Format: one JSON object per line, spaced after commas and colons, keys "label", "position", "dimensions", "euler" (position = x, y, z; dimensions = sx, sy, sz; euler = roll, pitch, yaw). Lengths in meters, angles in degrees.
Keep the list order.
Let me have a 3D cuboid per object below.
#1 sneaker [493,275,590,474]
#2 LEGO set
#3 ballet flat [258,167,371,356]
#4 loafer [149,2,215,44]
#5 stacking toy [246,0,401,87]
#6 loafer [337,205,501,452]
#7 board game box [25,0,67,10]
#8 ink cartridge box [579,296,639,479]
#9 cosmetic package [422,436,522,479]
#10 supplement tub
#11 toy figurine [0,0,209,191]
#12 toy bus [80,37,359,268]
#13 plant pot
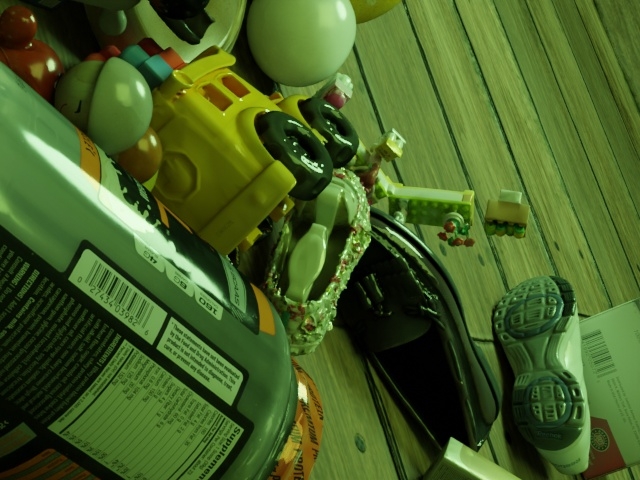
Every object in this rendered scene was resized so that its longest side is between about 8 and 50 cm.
{"label": "sneaker", "position": [0.293, 0.172, 1.562], "dimensions": [0.297, 0.111, 0.129], "euler": [-83, 155, -43]}
{"label": "LEGO set", "position": [0.085, -0.045, 1.300], "dimensions": [0.287, 0.132, 0.107], "euler": [34, 38, -10]}
{"label": "ballet flat", "position": [0.000, 0.000, 1.103], "dimensions": [0.077, 0.091, 0.241], "euler": [100, 3, -49]}
{"label": "loafer", "position": [-0.127, -0.262, 0.948], "dimensions": [0.080, 0.078, 0.220], "euler": [-128, -165, -70]}
{"label": "stacking toy", "position": [0.030, -0.367, 1.366], "dimensions": [0.350, 0.351, 0.479], "euler": [45, 46, -35]}
{"label": "loafer", "position": [0.095, 0.100, 1.222], "dimensions": [0.302, 0.109, 0.095], "euler": [56, 30, -23]}
{"label": "board game box", "position": [-0.279, -0.266, 0.922], "dimensions": [0.201, 0.035, 0.136], "euler": [9, 59, -60]}
{"label": "ink cartridge box", "position": [0.461, 0.180, 1.630], "dimensions": [0.117, 0.283, 0.207], "euler": [1, 66, -62]}
{"label": "cosmetic package", "position": [0.161, 0.254, 1.195], "dimensions": [0.115, 0.060, 0.041], "euler": [32, 28, 2]}
{"label": "supplement tub", "position": [-0.149, 0.054, 0.690], "dimensions": [0.316, 0.194, 0.193], "euler": [45, 31, -36]}
{"label": "toy figurine", "position": [-0.152, -0.142, 0.791], "dimensions": [0.209, 0.148, 0.213], "euler": [90, 13, -79]}
{"label": "toy bus", "position": [-0.097, -0.093, 1.014], "dimensions": [0.211, 0.149, 0.220], "euler": [46, 25, -1]}
{"label": "plant pot", "position": [-0.128, -0.246, 1.077], "dimensions": [0.236, 0.032, 0.236], "euler": [-14, 106, -59]}
